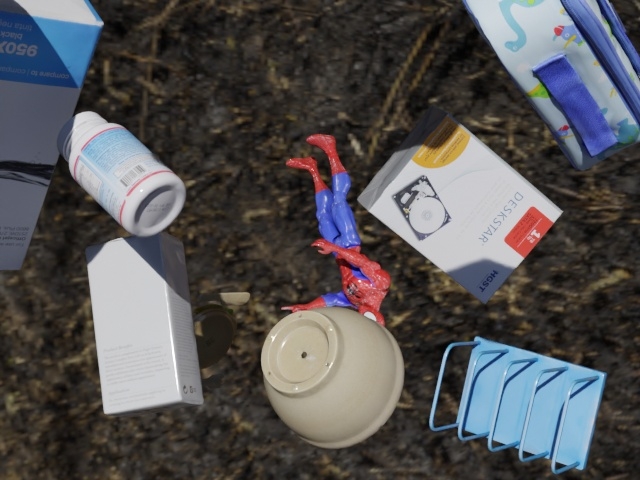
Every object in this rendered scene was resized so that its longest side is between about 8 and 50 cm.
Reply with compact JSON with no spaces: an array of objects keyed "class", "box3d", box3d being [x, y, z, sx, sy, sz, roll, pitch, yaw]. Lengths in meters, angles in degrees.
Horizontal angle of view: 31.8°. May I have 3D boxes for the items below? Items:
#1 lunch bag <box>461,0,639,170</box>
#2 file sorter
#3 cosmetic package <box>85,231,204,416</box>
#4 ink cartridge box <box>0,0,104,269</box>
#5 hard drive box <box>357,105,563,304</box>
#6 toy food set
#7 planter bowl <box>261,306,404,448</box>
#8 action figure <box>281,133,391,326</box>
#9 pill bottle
[{"class":"lunch bag","box3d":[0.170,-0.161,0.834,0.090,0.219,0.176,-28,53,19]},{"class":"file sorter","box3d":[0.229,0.193,1.327,0.170,0.104,0.118,15,95,33]},{"class":"cosmetic package","box3d":[-0.235,0.113,1.503,0.117,0.085,0.231,-11,76,15]},{"class":"ink cartridge box","box3d":[-0.458,-0.195,1.477,0.285,0.166,0.395,53,129,39]},{"class":"hard drive box","box3d":[0.202,-0.052,1.634,0.232,0.089,0.181,37,95,-16]},{"class":"toy food set","box3d":[-0.206,0.174,2.014,0.038,0.132,0.192,31,109,42]},{"class":"planter bowl","box3d":[0.000,0.141,1.264,0.162,0.109,0.162,-14,59,24]},{"class":"action figure","box3d":[0.000,0.000,1.470,0.091,0.139,0.280,-47,58,46]},{"class":"pill bottle","box3d":[-0.236,-0.081,1.309,0.160,0.087,0.087,42,116,28]}]
